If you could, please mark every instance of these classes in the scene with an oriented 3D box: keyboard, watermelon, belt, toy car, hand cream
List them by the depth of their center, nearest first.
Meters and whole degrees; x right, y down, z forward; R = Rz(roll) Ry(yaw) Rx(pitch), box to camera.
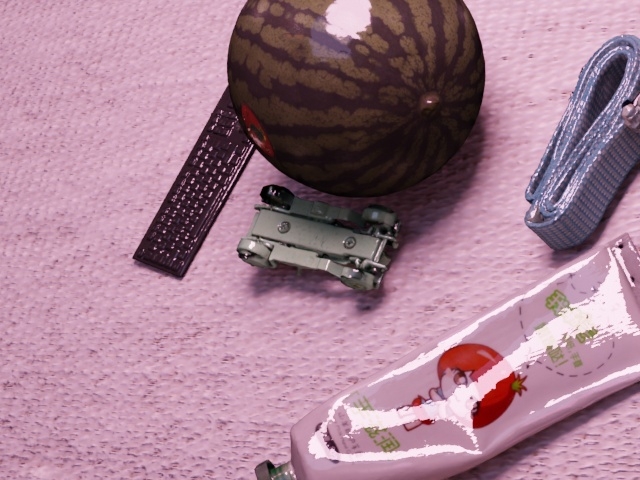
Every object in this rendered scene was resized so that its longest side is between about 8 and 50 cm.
[{"bbox_3d":[0.107,0.116,1.228,0.336,0.076,0.121,-28,54,7],"label":"hand cream"},{"bbox_3d":[0.226,-0.073,1.261,0.100,0.065,0.179,18,76,46],"label":"belt"},{"bbox_3d":[0.030,-0.136,1.321,0.212,0.212,0.212,-15,57,24],"label":"watermelon"},{"bbox_3d":[0.000,0.000,1.359,0.143,0.054,0.073,11,71,31],"label":"toy car"},{"bbox_3d":[-0.102,-0.063,1.484,0.067,0.011,0.202,19,75,36],"label":"keyboard"}]
